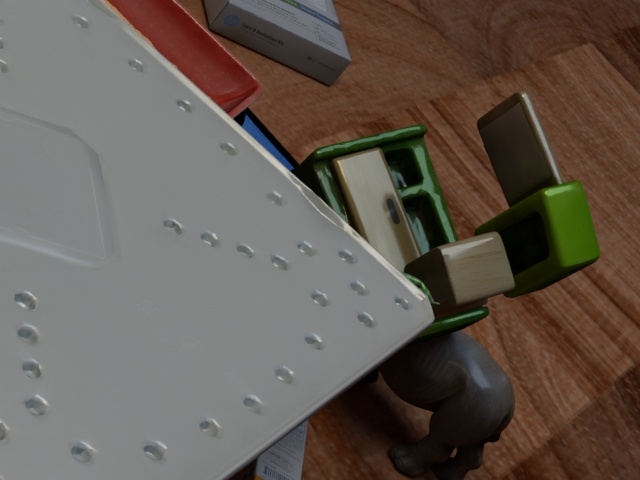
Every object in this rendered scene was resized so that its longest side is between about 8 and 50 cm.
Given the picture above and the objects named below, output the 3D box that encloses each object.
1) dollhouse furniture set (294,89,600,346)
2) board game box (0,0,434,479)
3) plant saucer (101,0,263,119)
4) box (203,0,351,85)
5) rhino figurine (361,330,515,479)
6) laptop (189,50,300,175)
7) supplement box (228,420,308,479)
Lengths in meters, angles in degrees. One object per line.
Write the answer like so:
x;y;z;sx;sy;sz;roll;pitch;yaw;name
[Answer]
0.000;0.000;1.257;0.302;0.197;0.151;-15;80;-30;dollhouse furniture set
-0.170;-0.019;0.984;0.390;0.050;0.390;43;31;10;board game box
-0.186;-0.136;1.242;0.259;0.048;0.258;43;31;-1;plant saucer
-0.053;-0.242;1.802;0.145;0.038;0.186;23;33;-32;box
0.050;0.071;1.432;0.243;0.106;0.073;48;28;9;rhino figurine
-0.112;-0.158;1.509;0.136;0.264;0.234;-38;79;-24;laptop
-0.042;0.153;1.254;0.036;0.062;0.098;32;30;-15;supplement box
